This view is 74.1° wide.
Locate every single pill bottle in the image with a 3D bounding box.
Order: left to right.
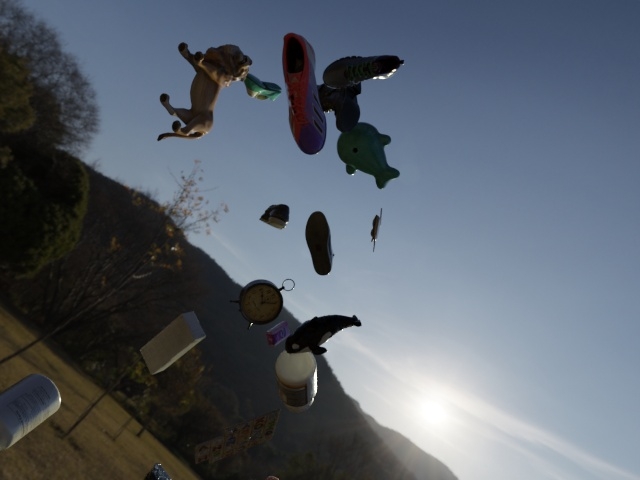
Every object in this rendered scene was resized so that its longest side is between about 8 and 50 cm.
[{"bbox_3d":[-0.821,0.464,1.106,0.131,0.229,0.131,4,-74,15],"label":"pill bottle"},{"bbox_3d":[-0.095,0.567,1.705,0.162,0.162,0.279,29,-39,26],"label":"pill bottle"}]

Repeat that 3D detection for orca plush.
[{"bbox_3d":[0.004,0.316,1.511,0.287,0.151,0.102,-11,-45,3],"label":"orca plush"}]

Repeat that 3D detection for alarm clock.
[{"bbox_3d":[-0.162,0.172,1.273,0.129,0.192,0.064,62,-5,-16],"label":"alarm clock"}]

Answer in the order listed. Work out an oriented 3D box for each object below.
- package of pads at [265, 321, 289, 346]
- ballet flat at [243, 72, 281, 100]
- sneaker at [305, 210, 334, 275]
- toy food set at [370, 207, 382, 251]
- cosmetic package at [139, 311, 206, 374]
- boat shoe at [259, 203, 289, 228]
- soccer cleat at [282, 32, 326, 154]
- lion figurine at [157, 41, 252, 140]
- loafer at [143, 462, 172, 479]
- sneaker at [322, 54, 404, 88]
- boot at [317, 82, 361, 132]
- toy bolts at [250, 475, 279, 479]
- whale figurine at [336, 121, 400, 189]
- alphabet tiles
[{"bbox_3d":[-0.136,0.299,1.365,0.031,0.083,0.050,-2,-75,38],"label":"package of pads"},{"bbox_3d":[-0.262,-0.643,1.805,0.083,0.247,0.087,50,-64,19],"label":"ballet flat"},{"bbox_3d":[0.000,0.000,1.471,0.083,0.118,0.222,-3,-75,9],"label":"sneaker"},{"bbox_3d":[0.255,-0.055,2.009,0.038,0.192,0.133,10,-41,12],"label":"toy food set"},{"bbox_3d":[-0.489,0.339,1.400,0.099,0.239,0.060,57,23,13],"label":"cosmetic package"},{"bbox_3d":[-0.134,-0.075,1.291,0.075,0.065,0.206,24,-6,-17],"label":"boat shoe"},{"bbox_3d":[-0.054,-0.395,1.155,0.108,0.116,0.319,-5,-87,15],"label":"soccer cleat"},{"bbox_3d":[-0.377,-0.471,1.380,0.142,0.392,0.240,29,5,21],"label":"lion figurine"},{"bbox_3d":[-0.501,0.724,1.263,0.080,0.078,0.220,45,-24,12],"label":"loafer"},{"bbox_3d":[0.117,-0.483,1.185,0.098,0.223,0.083,-119,-165,-74],"label":"sneaker"},{"bbox_3d":[0.028,-0.470,1.506,0.228,0.263,0.091,-7,-28,39],"label":"boot"},{"bbox_3d":[-0.176,1.102,1.756,0.158,0.219,0.228,-14,-33,29],"label":"toy bolts"},{"bbox_3d":[0.176,-0.312,1.591,0.216,0.141,0.272,-36,-83,26],"label":"whale figurine"},{"bbox_3d":[-0.236,0.565,1.205,0.009,0.237,0.198,57,-34,37],"label":"alphabet tiles"}]
